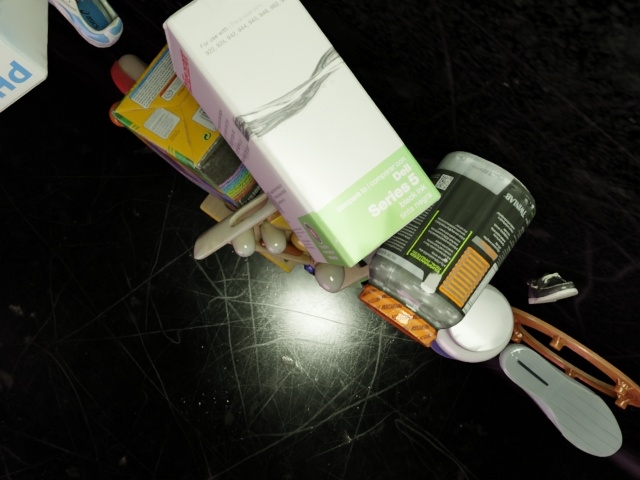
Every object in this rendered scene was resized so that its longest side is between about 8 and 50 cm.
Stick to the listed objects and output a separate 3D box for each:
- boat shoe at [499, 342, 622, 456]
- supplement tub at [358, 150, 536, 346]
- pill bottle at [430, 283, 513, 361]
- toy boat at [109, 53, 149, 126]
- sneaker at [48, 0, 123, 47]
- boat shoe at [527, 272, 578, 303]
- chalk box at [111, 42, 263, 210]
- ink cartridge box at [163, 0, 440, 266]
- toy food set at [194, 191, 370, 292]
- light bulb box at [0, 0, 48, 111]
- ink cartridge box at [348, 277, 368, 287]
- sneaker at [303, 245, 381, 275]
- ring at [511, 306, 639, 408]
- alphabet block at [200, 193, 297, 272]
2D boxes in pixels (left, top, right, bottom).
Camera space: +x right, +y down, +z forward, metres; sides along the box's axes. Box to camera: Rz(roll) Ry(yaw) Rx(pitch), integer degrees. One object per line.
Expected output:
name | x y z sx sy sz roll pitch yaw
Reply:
boat shoe | 0.496 0.317 1.369 0.302 0.109 0.094 45 -169 2
supplement tub | 0.131 0.011 0.703 0.117 0.190 0.117 36 175 4
pill bottle | 0.279 0.155 1.257 0.152 0.152 0.272 35 175 6
toy boat | -0.431 -0.330 1.531 0.151 0.151 0.231 37 175 -11
sneaker | -0.433 -0.431 1.114 0.237 0.085 0.086 41 147 -19
boat shoe | 0.305 0.062 0.878 0.046 0.038 0.125 -8 171 4
chalk box | -0.124 -0.151 0.982 0.179 0.180 0.289 33 173 26
ink cartridge box | -0.027 -0.115 0.674 0.272 0.115 0.198 53 172 -6
toy food set | 0.000 0.000 0.970 0.306 0.220 0.092 17 -131 -49
light bulb box | -0.541 -0.357 0.795 0.361 0.225 0.357 41 -154 -49
ink cartridge box | 0.052 0.053 1.591 0.209 0.062 0.108 -5 105 63
sneaker | -0.006 -0.041 1.192 0.316 0.182 0.127 34 173 17
ring | 0.487 0.236 1.313 0.337 0.032 0.336 35 174 4
alphabet block | -0.112 -0.075 1.490 0.192 0.197 0.193 32 173 34
